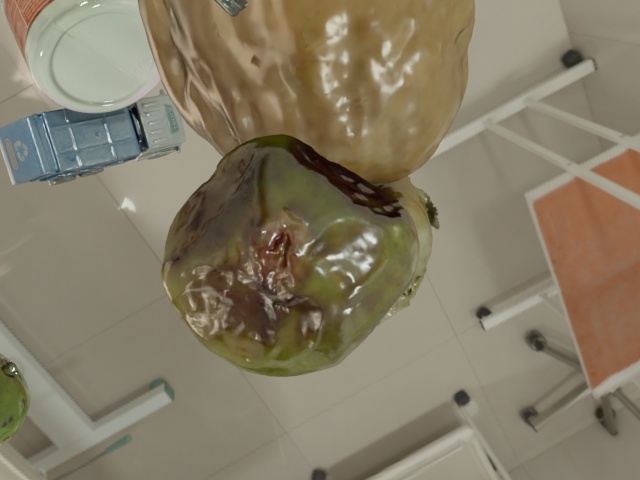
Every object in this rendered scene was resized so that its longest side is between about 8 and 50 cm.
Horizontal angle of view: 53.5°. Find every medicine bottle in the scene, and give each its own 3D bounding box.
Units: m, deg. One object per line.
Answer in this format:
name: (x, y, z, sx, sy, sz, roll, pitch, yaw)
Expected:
medicine bottle: (-0.425, -0.398, 1.151, 0.252, 0.241, 0.253, -25, 153, -14)

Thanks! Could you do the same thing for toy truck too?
toy truck: (-0.465, -0.213, 1.326, 0.367, 0.175, 0.146, -21, 101, -30)

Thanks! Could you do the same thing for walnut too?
walnut: (-0.008, -0.217, 0.571, 0.305, 0.306, 0.344, -21, 136, -4)

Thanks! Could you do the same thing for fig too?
fig: (-0.022, 0.017, 0.410, 0.154, 0.144, 0.166, -30, 156, -19)

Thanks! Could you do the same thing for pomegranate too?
pomegranate: (-0.674, 0.315, 1.189, 0.263, 0.211, 0.211, -43, 116, -2)

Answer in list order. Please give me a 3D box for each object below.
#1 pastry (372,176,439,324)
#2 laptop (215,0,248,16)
pastry: (-0.006, 0.000, 0.681, 0.235, 0.256, 0.121, -34, 125, -32)
laptop: (-0.086, -0.163, 0.229, 0.016, 0.180, 0.129, -38, 134, 16)
